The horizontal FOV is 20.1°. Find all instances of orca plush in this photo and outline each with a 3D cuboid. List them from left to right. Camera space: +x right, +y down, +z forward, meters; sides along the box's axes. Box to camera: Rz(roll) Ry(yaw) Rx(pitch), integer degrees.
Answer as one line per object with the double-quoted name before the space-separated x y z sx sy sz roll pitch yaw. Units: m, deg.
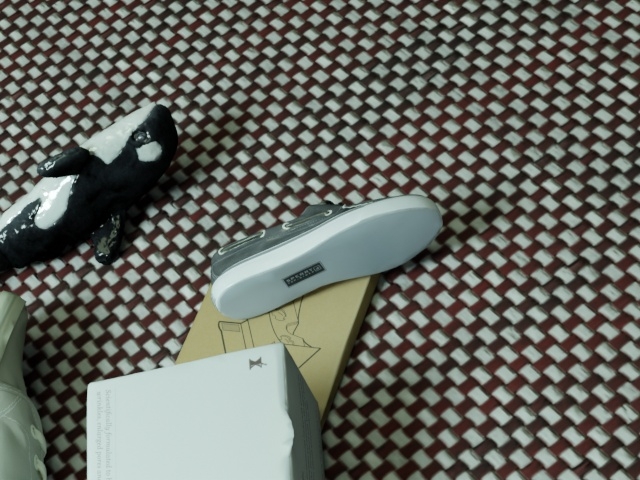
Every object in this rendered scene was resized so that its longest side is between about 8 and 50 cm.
"orca plush" -0.250 -0.017 1.816 0.287 0.151 0.102 -33 78 -13

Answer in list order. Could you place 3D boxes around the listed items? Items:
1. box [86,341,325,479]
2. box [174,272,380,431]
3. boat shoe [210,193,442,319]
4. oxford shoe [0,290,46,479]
"box" -0.094 0.205 1.532 0.181 0.119 0.181 -12 54 10
"box" -0.048 0.096 1.691 0.164 0.021 0.201 4 52 24
"boat shoe" 0.000 0.000 1.696 0.228 0.080 0.076 -25 47 8
"oxford shoe" -0.305 0.229 1.610 0.130 0.169 0.449 20 38 -16
